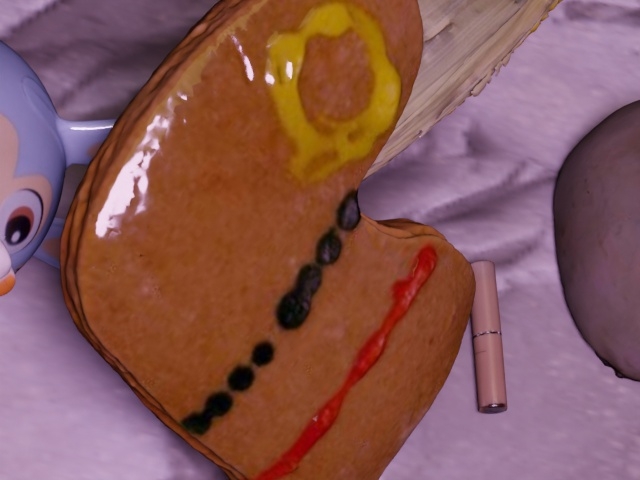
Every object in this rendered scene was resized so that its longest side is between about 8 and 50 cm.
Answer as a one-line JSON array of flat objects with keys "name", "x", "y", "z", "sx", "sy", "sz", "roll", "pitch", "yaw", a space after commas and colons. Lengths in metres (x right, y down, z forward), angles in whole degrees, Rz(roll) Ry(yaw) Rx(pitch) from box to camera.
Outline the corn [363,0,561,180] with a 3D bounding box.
[{"name": "corn", "x": 0.059, "y": -0.140, "z": 1.145, "sx": 0.122, "sy": 0.123, "sz": 0.305, "roll": 49, "pitch": 61, "yaw": -5}]

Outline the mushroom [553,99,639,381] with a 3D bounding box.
[{"name": "mushroom", "x": 0.223, "y": -0.008, "z": 1.172, "sx": 0.141, "sy": 0.117, "sz": 0.188, "roll": 2, "pitch": 74, "yaw": -7}]

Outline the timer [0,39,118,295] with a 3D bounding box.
[{"name": "timer", "x": -0.171, "y": -0.019, "z": 0.995, "sx": 0.255, "sy": 0.175, "sz": 0.175, "roll": 27, "pitch": 64, "yaw": -7}]

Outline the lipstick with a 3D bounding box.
[{"name": "lipstick", "x": 0.102, "y": 0.059, "z": 1.146, "sx": 0.019, "sy": 0.019, "sz": 0.094, "roll": 4, "pitch": 69, "yaw": -19}]

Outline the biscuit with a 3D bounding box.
[{"name": "biscuit", "x": 0.001, "y": 0.000, "z": 1.017, "sx": 0.262, "sy": 0.052, "sz": 0.277, "roll": -48, "pitch": 124, "yaw": -15}]
